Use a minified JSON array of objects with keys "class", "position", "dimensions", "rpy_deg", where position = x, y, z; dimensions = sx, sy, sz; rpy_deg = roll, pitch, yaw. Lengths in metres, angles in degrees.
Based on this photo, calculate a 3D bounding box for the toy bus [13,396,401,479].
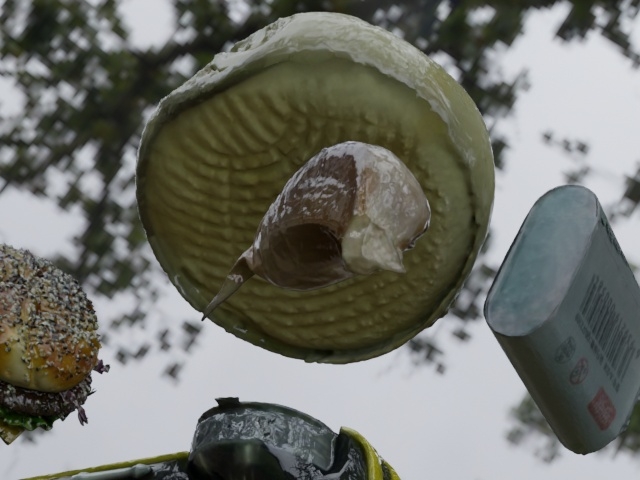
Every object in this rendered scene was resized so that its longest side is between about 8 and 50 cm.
[{"class":"toy bus","position":[-0.101,0.176,0.735],"dimensions":[0.330,0.144,0.152],"rpy_deg":[-12,-40,29]}]

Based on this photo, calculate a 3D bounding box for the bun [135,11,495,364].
[{"class":"bun","position":[0.004,-0.068,1.846],"dimensions":[0.364,0.202,0.364],"rpy_deg":[8,-59,13]}]

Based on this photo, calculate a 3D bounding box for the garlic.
[{"class":"garlic","position":[-0.002,-0.005,1.380],"dimensions":[0.198,0.128,0.090],"rpy_deg":[-14,-57,46]}]

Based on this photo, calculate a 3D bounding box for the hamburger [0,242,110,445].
[{"class":"hamburger","position":[-0.250,0.066,1.459],"dimensions":[0.189,0.164,0.093],"rpy_deg":[35,-63,-10]}]

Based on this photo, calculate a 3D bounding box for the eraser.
[{"class":"eraser","position":[0.247,0.078,1.770],"dimensions":[0.081,0.174,0.227],"rpy_deg":[8,-30,34]}]
